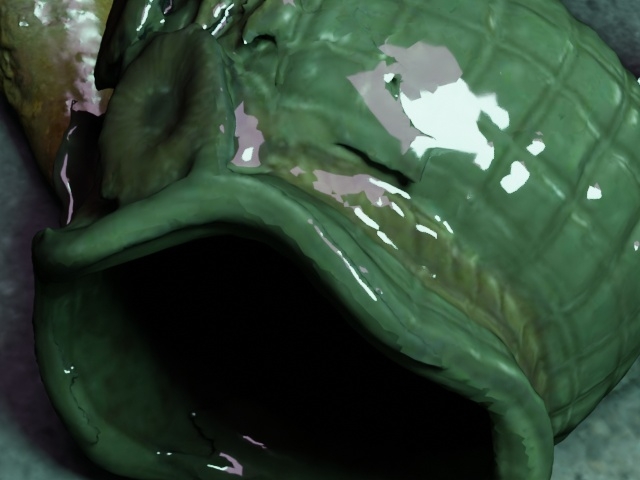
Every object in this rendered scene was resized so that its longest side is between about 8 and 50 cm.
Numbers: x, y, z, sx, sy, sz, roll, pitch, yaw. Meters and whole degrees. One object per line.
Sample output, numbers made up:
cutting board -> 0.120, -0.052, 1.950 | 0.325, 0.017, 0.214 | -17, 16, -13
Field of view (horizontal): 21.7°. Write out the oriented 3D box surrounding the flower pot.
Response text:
flower pot -> 0.000, 0.000, 0.765 | 0.301, 0.302, 0.213 | 25, 57, 4

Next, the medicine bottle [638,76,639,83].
medicine bottle -> 0.330, 0.002, 0.880 | 0.378, 0.213, 0.213 | 29, 55, 8

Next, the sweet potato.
sweet potato -> -0.144, -0.158, 0.951 | 0.114, 0.092, 0.341 | 16, 53, -23
